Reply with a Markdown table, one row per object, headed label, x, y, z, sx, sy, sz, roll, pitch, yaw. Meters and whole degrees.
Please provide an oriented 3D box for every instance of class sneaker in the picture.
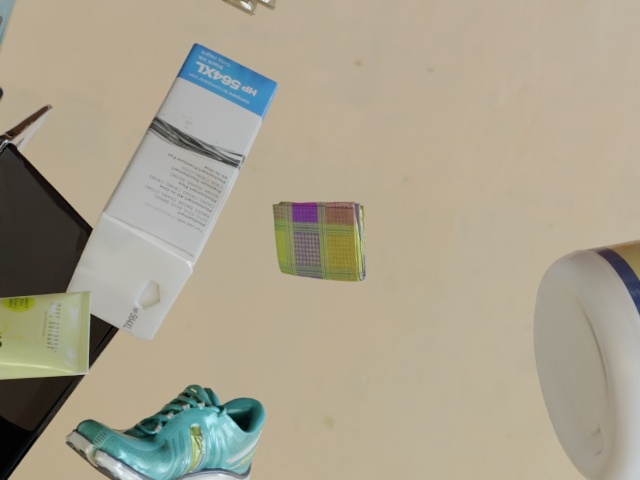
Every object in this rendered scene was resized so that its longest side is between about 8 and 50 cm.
| label | x | y | z | sx | sy | sz | roll | pitch | yaw |
| --- | --- | --- | --- | --- | --- | --- | --- | --- | --- |
| sneaker | -0.147 | 0.191 | 1.233 | 0.107 | 0.110 | 0.275 | 29 | -174 | 28 |

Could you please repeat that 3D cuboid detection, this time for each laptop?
| label | x | y | z | sx | sy | sz | roll | pitch | yaw |
| --- | --- | --- | --- | --- | --- | --- | --- | --- | --- |
| laptop | -0.388 | 0.078 | 1.531 | 0.236 | 0.382 | 0.408 | 36 | -168 | -9 |

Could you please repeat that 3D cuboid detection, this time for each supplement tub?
| label | x | y | z | sx | sy | sz | roll | pitch | yaw |
| --- | --- | --- | --- | --- | --- | --- | --- | --- | --- |
| supplement tub | 0.385 | 0.099 | 1.184 | 0.316 | 0.228 | 0.228 | -9 | -172 | -10 |

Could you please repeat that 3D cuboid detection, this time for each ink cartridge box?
| label | x | y | z | sx | sy | sz | roll | pitch | yaw |
| --- | --- | --- | --- | --- | --- | --- | --- | --- | --- |
| ink cartridge box | -0.124 | -0.040 | 1.047 | 0.086 | 0.203 | 0.148 | 28 | 142 | -6 |

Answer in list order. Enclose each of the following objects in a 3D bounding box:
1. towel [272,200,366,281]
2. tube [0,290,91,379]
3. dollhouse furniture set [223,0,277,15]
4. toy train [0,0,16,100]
| label | x | y | z | sx | sy | sz | roll | pitch | yaw |
| --- | --- | --- | --- | --- | --- | --- | --- | --- | --- |
| towel | 0.000 | 0.000 | 0.934 | 0.083 | 0.060 | 0.009 | 2 | -169 | 38 |
| tube | -0.293 | 0.075 | 0.932 | 0.240 | 0.070 | 0.062 | -3 | 170 | -5 |
| dollhouse furniture set | -0.074 | -0.353 | 1.218 | 0.242 | 0.161 | 0.212 | 22 | 165 | -36 |
| toy train | -0.283 | -0.186 | 0.854 | 0.142 | 0.334 | 0.190 | 4 | 159 | 16 |
